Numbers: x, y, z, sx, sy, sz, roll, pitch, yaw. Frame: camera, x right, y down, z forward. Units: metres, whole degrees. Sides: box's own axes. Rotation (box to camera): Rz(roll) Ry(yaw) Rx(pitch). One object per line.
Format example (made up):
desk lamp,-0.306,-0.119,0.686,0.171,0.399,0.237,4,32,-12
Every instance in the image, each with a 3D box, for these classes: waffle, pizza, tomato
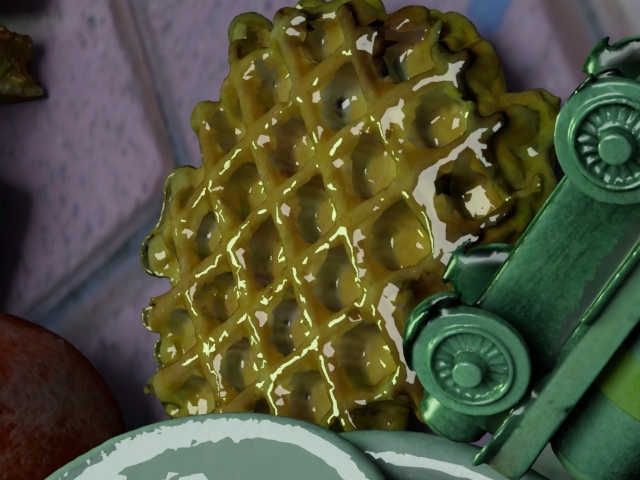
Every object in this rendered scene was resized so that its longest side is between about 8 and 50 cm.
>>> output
waffle,0.000,0.000,0.785,0.243,0.059,0.238,15,92,46
pizza,-0.232,-0.105,0.983,0.175,0.134,0.046,162,108,-78
tomato,-0.176,0.112,0.838,0.167,0.167,0.167,-12,71,40

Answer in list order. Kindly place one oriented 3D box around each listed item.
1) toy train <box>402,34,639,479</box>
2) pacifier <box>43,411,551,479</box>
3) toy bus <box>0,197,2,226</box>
toy train,0.122,0.015,0.629,0.132,0.083,0.200,33,120,3
pacifier,-0.009,0.184,0.588,0.343,0.269,0.288,34,79,21
toy bus,-0.348,-0.010,0.995,0.343,0.199,0.183,18,94,43
